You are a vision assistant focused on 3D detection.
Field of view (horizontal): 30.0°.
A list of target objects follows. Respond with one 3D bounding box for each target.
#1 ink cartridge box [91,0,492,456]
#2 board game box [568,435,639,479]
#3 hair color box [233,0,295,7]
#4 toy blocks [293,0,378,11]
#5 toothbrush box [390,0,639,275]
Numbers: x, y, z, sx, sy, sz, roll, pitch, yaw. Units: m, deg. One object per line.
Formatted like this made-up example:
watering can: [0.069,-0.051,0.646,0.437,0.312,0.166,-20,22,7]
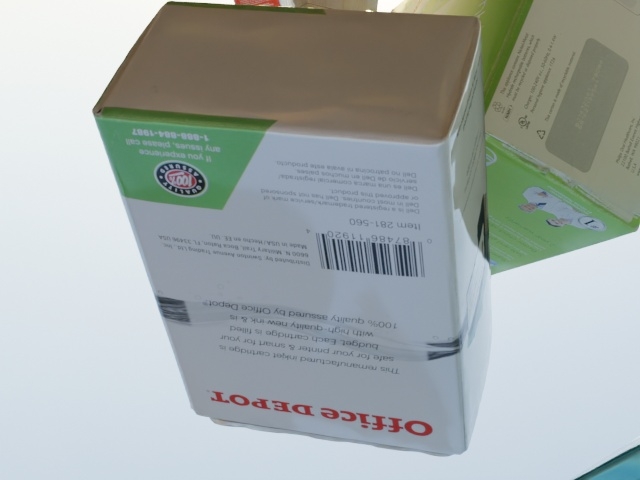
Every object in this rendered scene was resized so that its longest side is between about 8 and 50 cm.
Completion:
ink cartridge box: [0.000,0.000,0.597,0.160,0.219,0.092,7,-133,16]
board game box: [0.265,0.022,0.401,0.254,0.079,0.336,-19,162,-39]
hair color box: [-0.056,-0.234,1.124,0.043,0.141,0.072,-12,-143,11]
toy blocks: [-0.039,-0.179,1.563,0.190,0.381,0.261,9,174,-24]
toothbrush box: [0.114,-0.093,0.791,0.206,0.122,0.283,-65,-167,-18]
